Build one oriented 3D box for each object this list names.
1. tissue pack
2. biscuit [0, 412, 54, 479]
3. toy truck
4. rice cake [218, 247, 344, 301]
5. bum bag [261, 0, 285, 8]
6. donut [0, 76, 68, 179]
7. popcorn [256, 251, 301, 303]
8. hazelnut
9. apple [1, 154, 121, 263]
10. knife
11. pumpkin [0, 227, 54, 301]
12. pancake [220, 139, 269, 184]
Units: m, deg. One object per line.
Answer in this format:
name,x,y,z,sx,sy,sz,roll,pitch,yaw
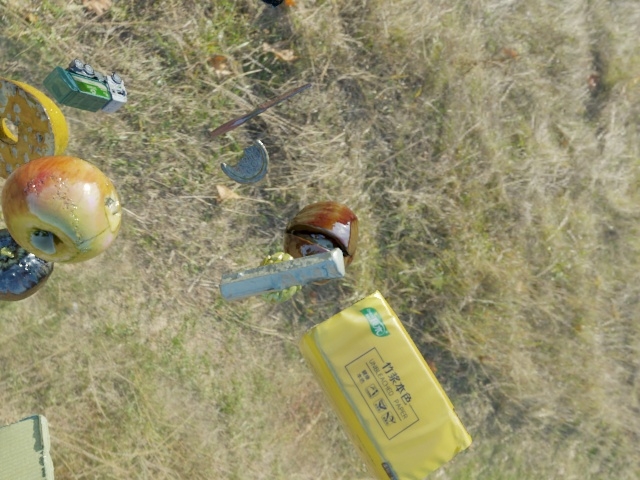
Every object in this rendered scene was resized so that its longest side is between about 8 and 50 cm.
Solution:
tissue pack,0.131,0.340,1.203,0.228,0.293,0.382,-30,79,-11
biscuit,-0.555,0.448,0.923,0.150,0.252,0.052,-21,138,-17
toy truck,-0.739,-0.482,1.637,0.253,0.114,0.124,1,64,-60
rice cake,-0.079,0.070,1.008,0.052,0.255,0.057,-24,100,-75
bum bag,-0.215,-0.780,1.491,0.326,0.142,0.080,34,70,5
donut,-0.788,-0.292,1.342,0.108,0.277,0.278,-69,145,-63
popcorn,-0.100,0.090,1.205,0.106,0.116,0.121,55,31,-57
hazelnut,0.000,0.000,1.477,0.217,0.217,0.252,45,61,-34
apple,-0.336,-0.045,0.680,0.146,0.146,0.147,-8,103,-36
knife,-0.120,-0.258,1.027,0.018,0.247,0.035,59,25,-25
pumpkin,-0.937,0.071,1.573,0.232,0.163,0.233,8,57,-12
pancake,-0.284,-0.302,1.970,0.184,0.020,0.191,22,111,0
